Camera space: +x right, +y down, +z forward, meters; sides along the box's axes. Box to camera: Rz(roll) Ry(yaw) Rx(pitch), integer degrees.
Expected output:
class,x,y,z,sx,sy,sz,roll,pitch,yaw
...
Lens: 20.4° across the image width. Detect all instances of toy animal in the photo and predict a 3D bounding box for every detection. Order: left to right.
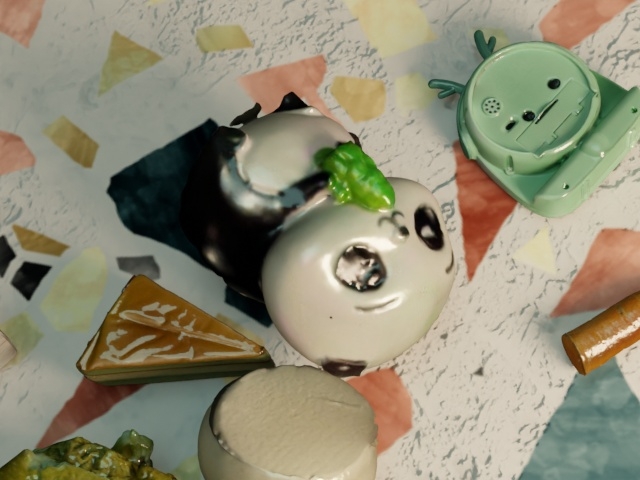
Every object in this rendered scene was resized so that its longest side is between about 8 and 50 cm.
class,x,y,z,sx,sy,sz,roll,pitch,yaw
toy animal,0.003,-0.007,1.709,0.267,0.212,0.212,35,78,24

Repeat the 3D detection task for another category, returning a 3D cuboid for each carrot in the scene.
class,x,y,z,sx,sy,sz,roll,pitch,yaw
carrot,0.299,0.075,1.715,0.139,0.048,0.048,-32,67,-6

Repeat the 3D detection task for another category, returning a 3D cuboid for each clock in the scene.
class,x,y,z,sx,sy,sz,roll,pitch,yaw
clock,0.210,-0.132,1.803,0.211,0.066,0.159,37,77,21

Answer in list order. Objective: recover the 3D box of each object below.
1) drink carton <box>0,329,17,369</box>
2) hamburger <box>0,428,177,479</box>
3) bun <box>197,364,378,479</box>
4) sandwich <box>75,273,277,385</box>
class,x,y,z,sx,sy,sz,roll,pitch,yaw
drink carton,-0.436,0.075,1.810,0.134,0.102,0.222,-45,67,-7
hamburger,-0.249,0.293,1.646,0.192,0.167,0.288,22,67,21
bun,-0.033,0.210,1.674,0.173,0.120,0.173,7,37,-5
sandwich,-0.140,0.124,1.752,0.163,0.079,0.113,29,78,17
